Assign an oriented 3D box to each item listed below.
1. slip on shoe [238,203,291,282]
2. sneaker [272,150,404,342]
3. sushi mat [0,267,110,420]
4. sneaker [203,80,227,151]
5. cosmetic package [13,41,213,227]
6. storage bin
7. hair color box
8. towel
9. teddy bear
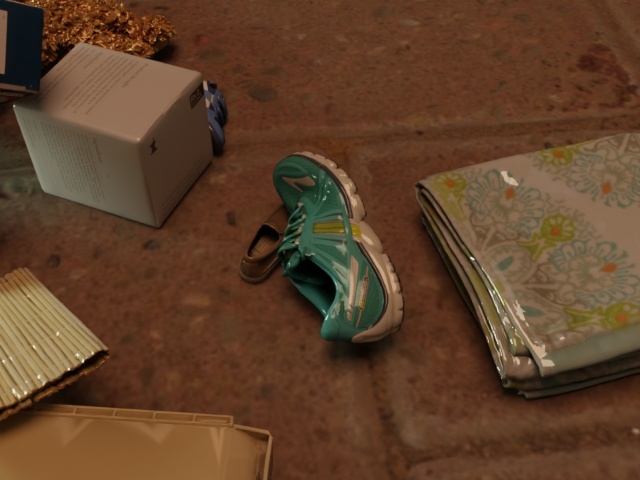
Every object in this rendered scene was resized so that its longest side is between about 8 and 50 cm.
[{"bbox_3d":[-0.059,-0.007,1.021,0.051,0.041,0.135,23,51,19],"label":"slip on shoe"},{"bbox_3d":[0.000,0.000,0.955,0.110,0.107,0.275,-11,51,-23],"label":"sneaker"},{"bbox_3d":[-0.332,0.100,0.842,0.151,0.019,0.316,-27,26,-25],"label":"sushi mat"},{"bbox_3d":[-0.157,-0.184,1.177,0.059,0.053,0.144,-15,50,-17],"label":"sneaker"},{"bbox_3d":[-0.259,-0.138,1.065,0.184,0.151,0.151,18,50,16],"label":"cosmetic package"},{"bbox_3d":[-0.181,0.284,0.698,0.261,0.123,0.262,4,47,2],"label":"storage bin"},{"bbox_3d":[-0.490,-0.222,1.015,0.174,0.105,0.347,4,-1,-40],"label":"hair color box"},{"bbox_3d":[0.331,0.007,0.982,0.375,0.090,0.320,-12,49,-12],"label":"towel"},{"bbox_3d":[-0.394,-0.337,1.277,0.338,0.113,0.245,27,50,22],"label":"teddy bear"}]
